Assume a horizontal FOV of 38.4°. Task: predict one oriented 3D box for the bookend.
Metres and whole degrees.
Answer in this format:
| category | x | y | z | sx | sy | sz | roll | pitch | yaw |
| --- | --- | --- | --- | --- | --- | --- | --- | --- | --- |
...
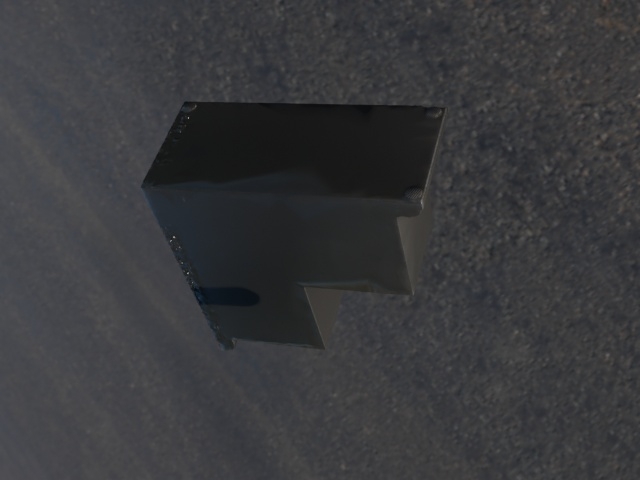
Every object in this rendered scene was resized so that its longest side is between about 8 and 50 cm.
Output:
| category | x | y | z | sx | sy | sz | roll | pitch | yaw |
| --- | --- | --- | --- | --- | --- | --- | --- | --- | --- |
| bookend | 0.000 | 0.000 | 0.543 | 0.157 | 0.072 | 0.156 | 4 | 140 | 19 |
